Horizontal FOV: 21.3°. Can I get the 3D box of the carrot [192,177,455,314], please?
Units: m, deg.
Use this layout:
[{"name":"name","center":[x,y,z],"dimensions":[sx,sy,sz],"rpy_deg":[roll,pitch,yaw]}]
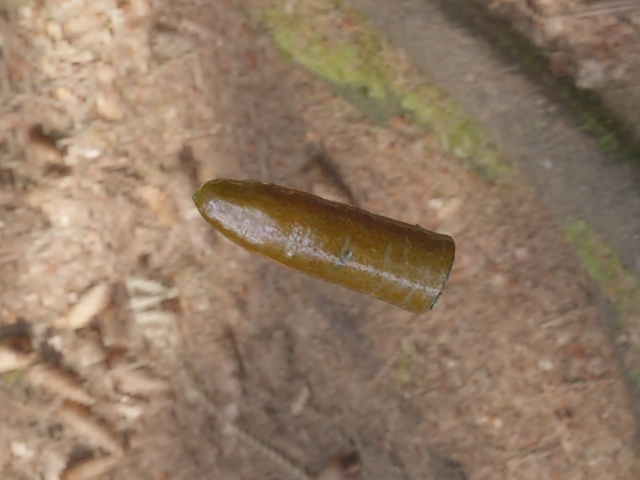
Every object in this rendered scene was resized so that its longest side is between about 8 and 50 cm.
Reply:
[{"name":"carrot","center":[0.000,0.000,0.869],"dimensions":[0.048,0.139,0.048],"rpy_deg":[-52,29,44]}]
